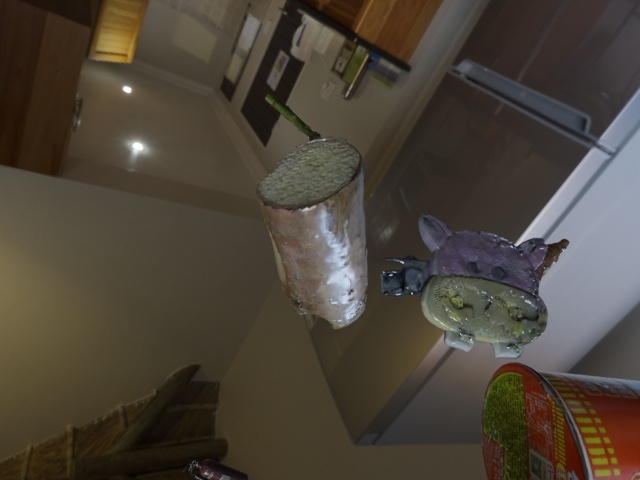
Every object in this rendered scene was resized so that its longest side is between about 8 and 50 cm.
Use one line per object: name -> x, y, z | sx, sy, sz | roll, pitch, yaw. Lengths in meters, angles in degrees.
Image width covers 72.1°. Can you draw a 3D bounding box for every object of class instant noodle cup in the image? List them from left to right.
instant noodle cup -> 0.302, 0.216, 0.441 | 0.212, 0.193, 0.193 | 1, -151, -6

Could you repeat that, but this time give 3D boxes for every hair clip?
hair clip -> 0.160, 0.050, 0.481 | 0.187, 0.056, 0.146 | 7, -115, 5

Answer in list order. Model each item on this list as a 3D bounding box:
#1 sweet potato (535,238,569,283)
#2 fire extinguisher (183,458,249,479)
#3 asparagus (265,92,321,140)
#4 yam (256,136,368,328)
sweet potato -> 0.267, 0.059, 0.596 | 0.226, 0.068, 0.068 | -25, -133, -14
fire extinguisher -> -0.160, 0.348, 0.651 | 0.100, 0.046, 0.032 | 32, -139, -18
asparagus -> -0.037, -0.166, 0.597 | 0.018, 0.015, 0.127 | 0, -142, -47
yam -> 0.001, 0.001, 0.562 | 0.129, 0.238, 0.128 | -21, -134, -10
